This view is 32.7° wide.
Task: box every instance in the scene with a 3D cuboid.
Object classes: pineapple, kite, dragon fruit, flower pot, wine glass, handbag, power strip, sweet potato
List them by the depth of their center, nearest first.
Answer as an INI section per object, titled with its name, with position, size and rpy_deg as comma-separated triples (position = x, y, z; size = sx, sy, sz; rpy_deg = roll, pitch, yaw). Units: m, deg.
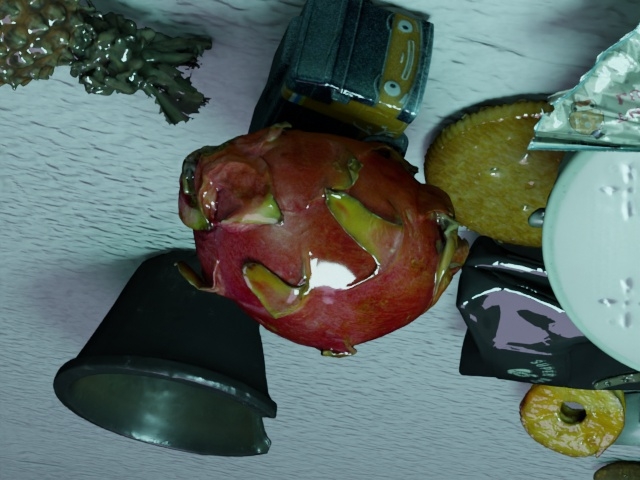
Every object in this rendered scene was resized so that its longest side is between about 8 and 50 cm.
[kite]
position = 0.345, -0.202, 0.991
size = 0.368, 0.014, 0.406
rpy_deg = 42, 122, 0
[dragon fruit]
position = 0.003, 0.001, 1.136
size = 0.250, 0.250, 0.315
rpy_deg = -11, 161, 33
[power strip]
position = 0.403, -0.025, 1.161
size = 0.357, 0.161, 0.358
rpy_deg = 10, 120, 18
[pineapple]
position = -0.288, -0.231, 1.183
size = 0.361, 0.175, 0.175
rpy_deg = 9, 154, -25
[handbag]
position = 0.343, 0.136, 1.583
size = 0.287, 0.152, 0.342
rpy_deg = 10, 157, 14
[flower pot]
position = -0.222, 0.169, 1.745
size = 0.379, 0.251, 0.379
rpy_deg = 8, 154, 4
[wine glass]
position = 0.566, 0.313, 1.915
size = 0.202, 0.093, 0.093
rpy_deg = -16, 142, 34
[sweet potato]
position = 0.694, 0.485, 2.181
size = 0.291, 0.097, 0.097
rpy_deg = -10, 145, 33

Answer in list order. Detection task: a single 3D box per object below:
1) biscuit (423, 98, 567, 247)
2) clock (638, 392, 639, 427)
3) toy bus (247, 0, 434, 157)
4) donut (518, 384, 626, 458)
[biscuit]
position = 0.278, -0.081, 1.367
size = 0.305, 0.038, 0.305
rpy_deg = 7, 149, 4
[clock]
position = 0.532, 0.193, 1.659
size = 0.071, 0.147, 0.192
rpy_deg = 5, 150, 10
[toy bus]
position = 0.012, -0.147, 1.236
size = 0.167, 0.139, 0.275
rpy_deg = 18, 152, -11
[donut]
position = 0.438, 0.281, 1.875
size = 0.174, 0.075, 0.190
rpy_deg = 21, 130, 15
